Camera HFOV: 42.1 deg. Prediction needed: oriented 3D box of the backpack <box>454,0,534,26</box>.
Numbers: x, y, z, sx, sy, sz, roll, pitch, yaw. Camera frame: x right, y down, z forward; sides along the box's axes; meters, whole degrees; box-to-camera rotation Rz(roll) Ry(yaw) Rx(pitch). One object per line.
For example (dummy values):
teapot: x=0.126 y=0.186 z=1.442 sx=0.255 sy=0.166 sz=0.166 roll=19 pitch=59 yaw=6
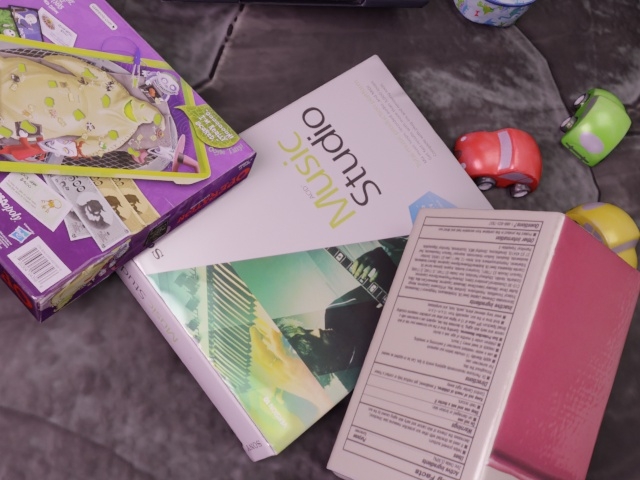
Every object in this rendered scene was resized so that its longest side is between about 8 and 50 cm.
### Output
backpack: x=0.191 y=-0.301 z=0.912 sx=0.105 sy=0.084 sz=0.114 roll=-1 pitch=74 yaw=-22

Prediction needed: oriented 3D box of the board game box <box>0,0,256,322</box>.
board game box: x=-0.242 y=-0.126 z=0.642 sx=0.208 sy=0.056 sz=0.347 roll=-39 pitch=79 yaw=-26

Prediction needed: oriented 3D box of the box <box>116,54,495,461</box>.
box: x=0.000 y=0.000 z=0.728 sx=0.322 sy=0.058 sz=0.232 roll=-36 pitch=88 yaw=-29

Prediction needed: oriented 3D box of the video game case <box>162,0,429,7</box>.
video game case: x=-0.033 y=-0.322 z=0.809 sx=0.274 sy=0.026 sz=0.196 roll=-6 pitch=78 yaw=-22

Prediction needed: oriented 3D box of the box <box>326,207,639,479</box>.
box: x=0.130 y=0.103 z=0.650 sx=0.127 sy=0.149 sz=0.232 roll=29 pitch=76 yaw=-36

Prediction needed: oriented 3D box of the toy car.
toy car: x=0.279 y=-0.091 z=0.888 sx=0.239 sy=0.053 sz=0.225 roll=39 pitch=60 yaw=-6
